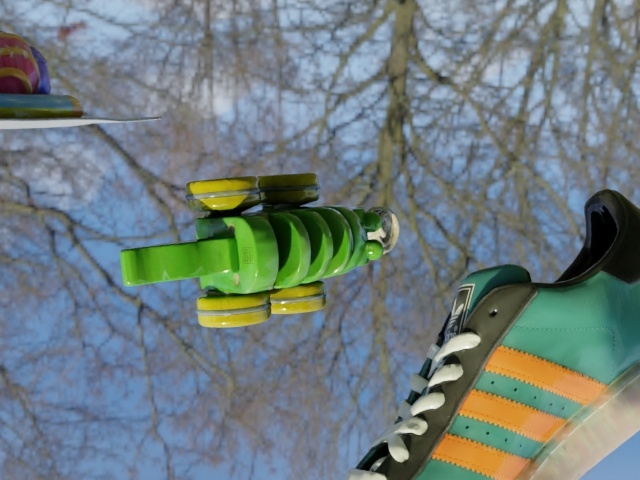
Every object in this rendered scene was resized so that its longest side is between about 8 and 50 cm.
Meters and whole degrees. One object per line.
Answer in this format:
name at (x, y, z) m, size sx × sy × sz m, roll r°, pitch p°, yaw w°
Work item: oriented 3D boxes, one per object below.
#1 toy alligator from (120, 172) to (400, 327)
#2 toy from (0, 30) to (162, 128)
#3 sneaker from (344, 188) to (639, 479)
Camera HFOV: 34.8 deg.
toy alligator at (0.000, 0.000, 0.422) m, size 0.051 × 0.056 × 0.190 m, roll -1°, pitch -176°, yaw 36°
toy at (-0.191, -0.082, 0.536) m, size 0.137 × 0.056 × 0.237 m, roll 2°, pitch -169°, yaw 13°
sneaker at (0.089, 0.088, 0.568) m, size 0.302 × 0.121 × 0.108 m, roll -36°, pitch 180°, yaw -16°
